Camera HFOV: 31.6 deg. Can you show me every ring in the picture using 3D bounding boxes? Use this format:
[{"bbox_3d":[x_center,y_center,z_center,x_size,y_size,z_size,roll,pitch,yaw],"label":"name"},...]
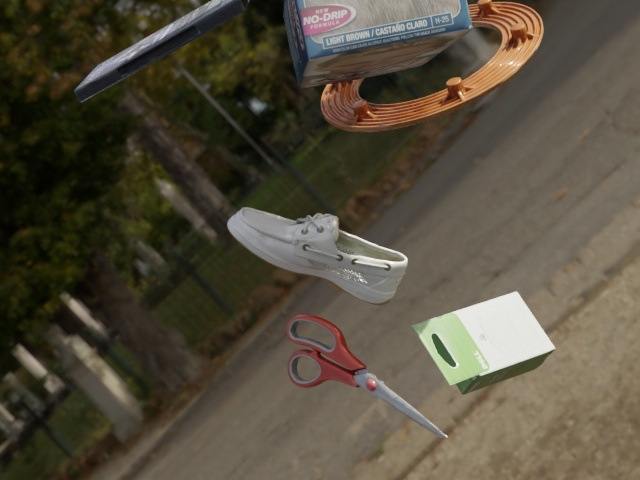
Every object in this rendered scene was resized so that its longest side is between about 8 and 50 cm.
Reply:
[{"bbox_3d":[0.151,-0.260,1.610,0.337,0.032,0.336,-19,30,11],"label":"ring"}]

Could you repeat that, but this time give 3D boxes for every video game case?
[{"bbox_3d":[-0.229,-0.300,1.685,0.274,0.026,0.196,-28,17,10],"label":"video game case"}]

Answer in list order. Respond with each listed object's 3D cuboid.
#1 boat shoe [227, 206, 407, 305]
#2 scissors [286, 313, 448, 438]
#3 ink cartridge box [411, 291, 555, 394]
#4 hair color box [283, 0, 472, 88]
[{"bbox_3d":[0.000,0.000,1.689,0.098,0.277,0.096,-90,25,-59],"label":"boat shoe"},{"bbox_3d":[0.061,0.183,1.571,0.021,0.297,0.109,2,-80,-50],"label":"scissors"},{"bbox_3d":[0.230,0.156,1.661,0.209,0.109,0.062,-14,-29,-33],"label":"ink cartridge box"},{"bbox_3d":[0.052,-0.251,1.292,0.174,0.105,0.347,-12,3,-2],"label":"hair color box"}]
